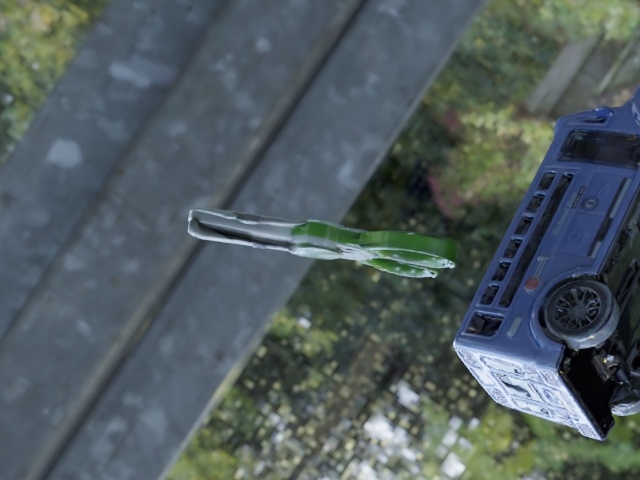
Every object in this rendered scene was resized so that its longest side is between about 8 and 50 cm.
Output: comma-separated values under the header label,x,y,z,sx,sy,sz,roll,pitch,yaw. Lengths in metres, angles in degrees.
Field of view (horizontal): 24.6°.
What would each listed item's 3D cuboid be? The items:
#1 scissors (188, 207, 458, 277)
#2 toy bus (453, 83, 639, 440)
label,x,y,z,sx,sy,sz,roll,pitch,yaw
scissors,0.000,0.000,1.121,0.204,0.027,0.101,9,167,-9
toy bus,0.222,-0.004,1.140,0.133,0.292,0.125,12,154,38
